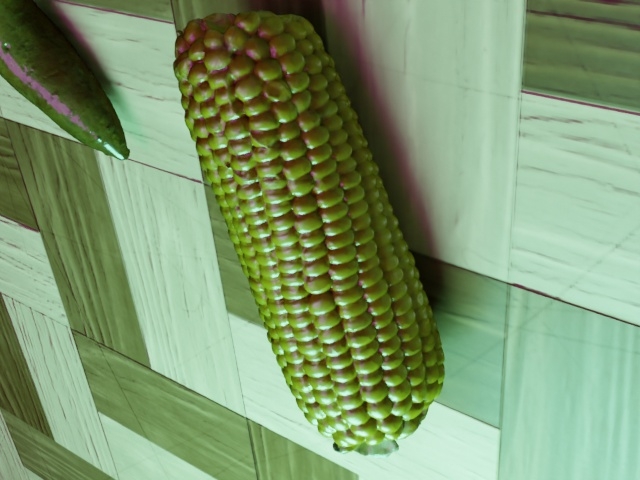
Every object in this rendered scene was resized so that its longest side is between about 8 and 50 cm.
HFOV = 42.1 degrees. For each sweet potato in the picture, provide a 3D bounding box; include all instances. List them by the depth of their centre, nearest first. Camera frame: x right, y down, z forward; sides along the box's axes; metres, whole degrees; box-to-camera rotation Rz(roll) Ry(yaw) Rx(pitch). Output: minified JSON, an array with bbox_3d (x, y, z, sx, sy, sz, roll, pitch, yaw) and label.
[{"bbox_3d":[-0.298,-0.229,0.819,0.108,0.079,0.346,-16,109,17],"label":"sweet potato"}]

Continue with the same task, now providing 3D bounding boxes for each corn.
[{"bbox_3d":[0.000,0.000,0.674,0.144,0.144,0.387,-1,114,43],"label":"corn"}]
